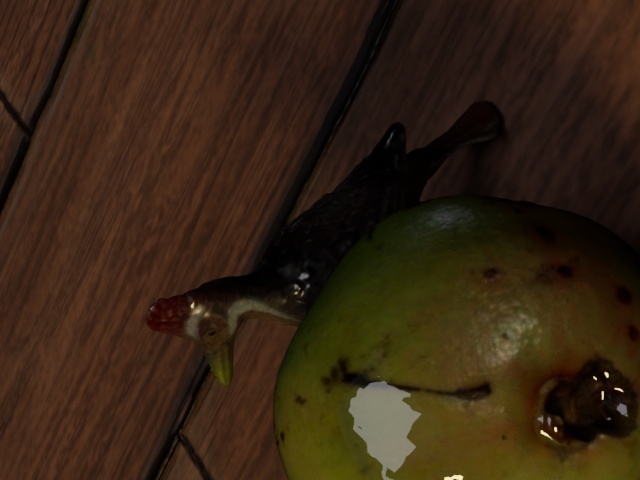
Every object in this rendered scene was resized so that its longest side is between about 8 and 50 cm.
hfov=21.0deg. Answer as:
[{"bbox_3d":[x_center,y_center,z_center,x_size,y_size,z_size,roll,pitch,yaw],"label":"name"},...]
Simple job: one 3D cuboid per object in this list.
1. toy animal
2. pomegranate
[{"bbox_3d":[0.006,0.007,0.794,0.070,0.202,0.105,24,128,51],"label":"toy animal"},{"bbox_3d":[0.066,0.085,0.715,0.210,0.179,0.179,103,150,-55],"label":"pomegranate"}]
